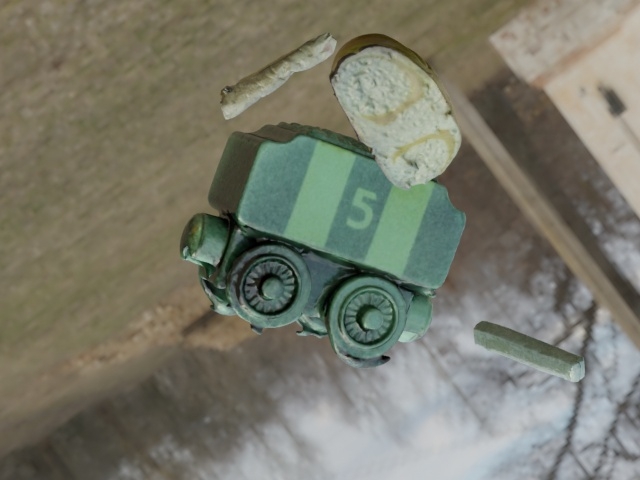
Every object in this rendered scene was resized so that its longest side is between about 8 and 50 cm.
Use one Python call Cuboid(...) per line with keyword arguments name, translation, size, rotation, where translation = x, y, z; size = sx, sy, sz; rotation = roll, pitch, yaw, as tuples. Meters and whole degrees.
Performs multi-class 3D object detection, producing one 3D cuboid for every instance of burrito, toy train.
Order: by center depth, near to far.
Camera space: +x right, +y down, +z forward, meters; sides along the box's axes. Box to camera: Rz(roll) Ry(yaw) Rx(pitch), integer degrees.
Cuboid(name="toy train", translation=(0.000, 0.000, 1.593), size=(0.238, 0.299, 0.167), rotation=(-69, -157, 2))
Cuboid(name="burrito", translation=(-0.058, -0.227, 1.974), size=(0.185, 0.041, 0.045), rotation=(-31, 171, 1))

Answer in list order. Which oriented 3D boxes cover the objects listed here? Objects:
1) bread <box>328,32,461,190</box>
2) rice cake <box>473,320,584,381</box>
Cuboid(name="bread", translation=(0.065, -0.117, 1.223), size=(0.083, 0.157, 0.094), rotation=(-27, -152, 8))
Cuboid(name="rice cake", translation=(0.263, 0.140, 1.834), size=(0.029, 0.033, 0.171), rotation=(-33, -145, -34))
